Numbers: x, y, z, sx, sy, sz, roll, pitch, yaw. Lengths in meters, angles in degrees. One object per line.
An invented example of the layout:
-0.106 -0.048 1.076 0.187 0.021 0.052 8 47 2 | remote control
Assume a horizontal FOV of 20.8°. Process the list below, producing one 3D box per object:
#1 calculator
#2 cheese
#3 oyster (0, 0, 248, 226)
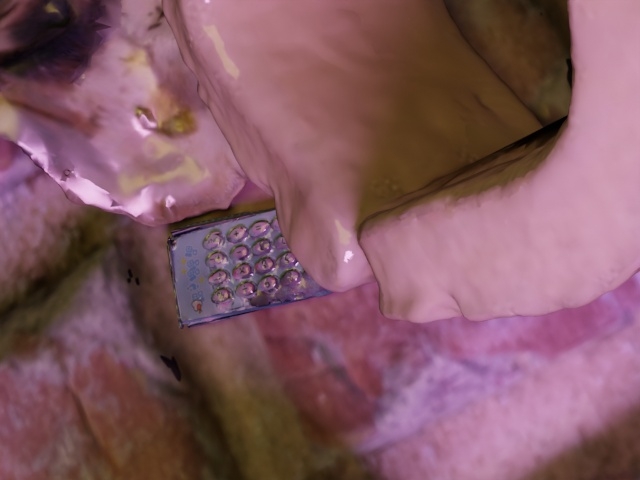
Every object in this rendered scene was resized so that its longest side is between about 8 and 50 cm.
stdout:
0.000 0.000 0.886 0.172 0.018 0.057 -14 76 19 | calculator
0.070 -0.112 0.719 0.332 0.153 0.292 -33 76 58 | cheese
-0.166 -0.159 0.941 0.351 0.115 0.238 21 97 30 | oyster
